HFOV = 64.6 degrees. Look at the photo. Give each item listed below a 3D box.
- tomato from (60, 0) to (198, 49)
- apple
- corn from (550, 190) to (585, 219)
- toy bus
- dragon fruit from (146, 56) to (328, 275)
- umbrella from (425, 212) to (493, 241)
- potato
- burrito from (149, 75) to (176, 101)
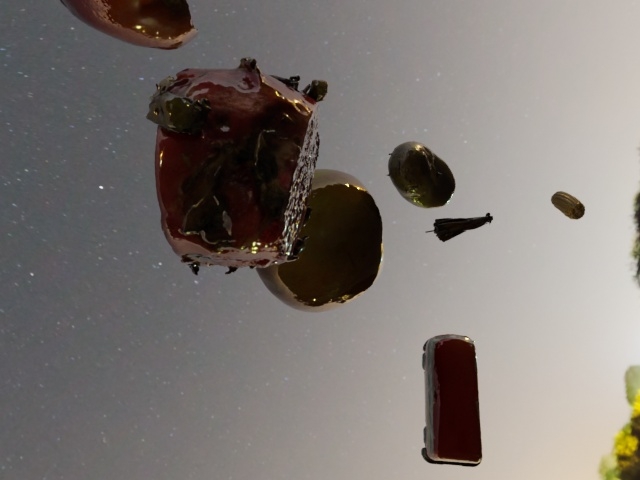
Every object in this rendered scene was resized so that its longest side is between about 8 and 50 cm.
[{"bbox_3d":[-0.279,-0.347,0.674,0.140,0.200,0.233,-39,-28,-11],"label":"tomato"},{"bbox_3d":[0.000,0.000,0.803,0.208,0.237,0.237,-22,-48,6],"label":"apple"},{"bbox_3d":[0.451,-0.066,0.926,0.092,0.037,0.037,-85,-3,-69],"label":"corn"},{"bbox_3d":[0.271,0.318,1.038,0.120,0.121,0.265,74,-161,-66],"label":"toy bus"},{"bbox_3d":[-0.065,-0.069,0.518,0.282,0.147,0.211,82,-172,-71],"label":"dragon fruit"},{"bbox_3d":[0.169,-0.018,0.617,0.083,0.031,0.020,-9,-48,-2],"label":"umbrella"},{"bbox_3d":[0.155,-0.100,0.786,0.138,0.070,0.091,31,-118,-43],"label":"potato"},{"bbox_3d":[-0.210,-0.215,0.933,0.063,0.229,0.058,-56,3,-41],"label":"burrito"}]
